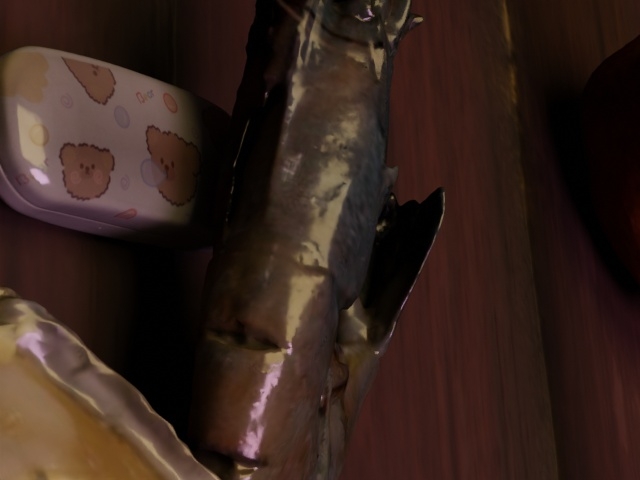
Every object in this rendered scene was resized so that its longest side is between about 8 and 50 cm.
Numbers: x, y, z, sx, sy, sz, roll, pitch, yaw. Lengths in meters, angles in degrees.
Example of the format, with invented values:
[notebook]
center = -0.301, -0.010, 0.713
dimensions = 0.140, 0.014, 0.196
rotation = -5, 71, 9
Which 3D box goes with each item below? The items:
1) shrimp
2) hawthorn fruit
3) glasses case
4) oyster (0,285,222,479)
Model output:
[shrimp]
center = 0.008, 0.001, 0.734
dimensions = 0.178, 0.075, 0.289
rotation = 57, 36, -65
[hawthorn fruit]
center = 0.276, -0.028, 1.111
dimensions = 0.205, 0.205, 0.253
rotation = -40, 112, -58
[glasses case]
center = -0.076, -0.033, 0.691
dimensions = 0.164, 0.041, 0.063
rotation = 15, 64, -57
[oyster]
center = -0.092, 0.139, 0.505
dimensions = 0.275, 0.100, 0.271
rotation = 26, 51, -28
